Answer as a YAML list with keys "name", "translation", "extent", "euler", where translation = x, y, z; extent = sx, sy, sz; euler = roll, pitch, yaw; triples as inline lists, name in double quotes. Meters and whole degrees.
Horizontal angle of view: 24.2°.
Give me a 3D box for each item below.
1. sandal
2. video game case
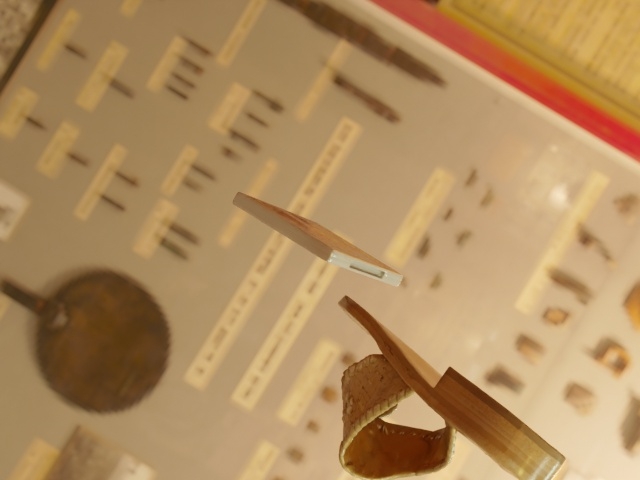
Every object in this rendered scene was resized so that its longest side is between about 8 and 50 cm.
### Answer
- name: "sandal"
  translation: [0.042, 0.100, 0.823]
  extent: [0.079, 0.088, 0.240]
  euler: [-51, -156, -3]
- name: "video game case"
  translation: [0.000, 0.000, 1.053]
  extent: [0.011, 0.087, 0.122]
  euler: [-61, 153, 4]
